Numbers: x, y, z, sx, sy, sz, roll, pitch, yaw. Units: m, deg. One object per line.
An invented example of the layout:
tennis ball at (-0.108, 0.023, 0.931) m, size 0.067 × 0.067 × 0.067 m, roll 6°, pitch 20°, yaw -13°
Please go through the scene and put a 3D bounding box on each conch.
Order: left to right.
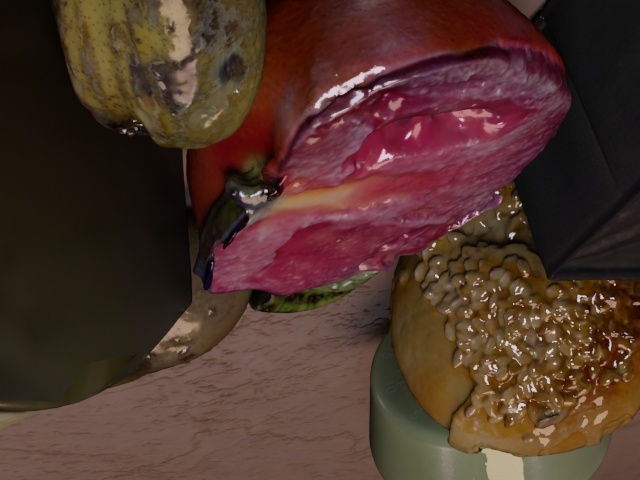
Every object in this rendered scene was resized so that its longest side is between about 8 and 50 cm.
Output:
conch at (0.003, 0.001, 1.403) m, size 0.124 × 0.181 × 0.187 m, roll 21°, pitch 102°, yaw -5°

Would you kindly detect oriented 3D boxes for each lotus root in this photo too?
lotus root at (-0.110, -0.182, 0.983) m, size 0.154 × 0.154 × 0.278 m, roll -13°, pitch 134°, yaw -4°

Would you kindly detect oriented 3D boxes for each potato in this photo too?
potato at (-0.189, 0.062, 1.431) m, size 0.262 × 0.165 × 0.165 m, roll -23°, pitch 153°, yaw 28°

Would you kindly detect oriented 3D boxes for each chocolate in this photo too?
chocolate at (-0.303, -0.007, 1.105) m, size 0.314 × 0.326 × 0.297 m, roll 6°, pitch 164°, yaw -41°

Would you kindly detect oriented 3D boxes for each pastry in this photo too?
pastry at (0.205, 0.050, 1.426) m, size 0.284 × 0.316 × 0.184 m, roll 9°, pitch 157°, yaw 16°

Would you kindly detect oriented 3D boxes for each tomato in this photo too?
tomato at (0.028, -0.101, 1.191) m, size 0.289 × 0.176 × 0.335 m, roll -5°, pitch 147°, yaw -35°

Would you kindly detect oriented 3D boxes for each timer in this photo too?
timer at (0.177, 0.118, 1.668) m, size 0.290 × 0.291 × 0.315 m, roll -14°, pitch 131°, yaw -1°

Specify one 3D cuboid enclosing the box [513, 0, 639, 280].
box at (0.359, -0.112, 1.309) m, size 0.345 × 0.204 × 0.251 m, roll 0°, pitch 150°, yaw -27°
